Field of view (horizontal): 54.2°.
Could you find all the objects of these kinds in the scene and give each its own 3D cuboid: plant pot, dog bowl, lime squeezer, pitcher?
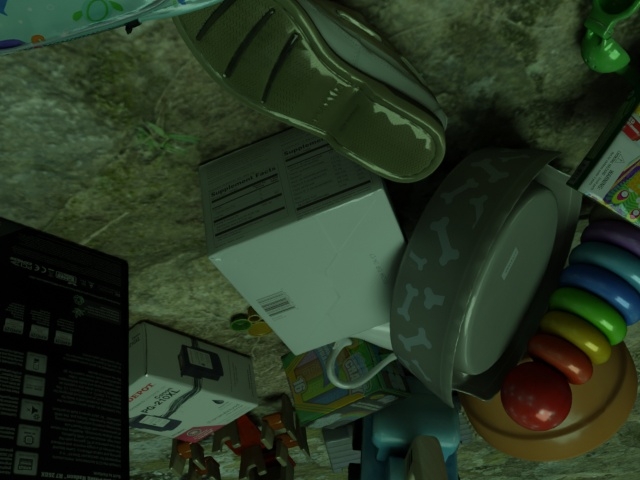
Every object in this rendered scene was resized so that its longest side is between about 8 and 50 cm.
[{"bbox_3d":[0.343,0.179,1.025,0.290,0.291,0.204,-24,124,13],"label":"plant pot"},{"bbox_3d":[0.212,0.042,0.794,0.348,0.102,0.349,-33,134,-41],"label":"dog bowl"},{"bbox_3d":[0.332,-0.242,0.655,0.109,0.059,0.310,-16,141,4],"label":"lime squeezer"},{"bbox_3d":[0.105,0.137,0.971,0.207,0.178,0.125,1,178,-15],"label":"pitcher"}]

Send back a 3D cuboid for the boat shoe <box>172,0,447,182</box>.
[{"bbox_3d":[-0.007,-0.173,0.603,0.302,0.103,0.113,35,130,-19],"label":"boat shoe"}]

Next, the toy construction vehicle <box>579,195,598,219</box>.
[{"bbox_3d":[0.408,-0.071,0.905,0.098,0.035,0.086,-22,141,11],"label":"toy construction vehicle"}]

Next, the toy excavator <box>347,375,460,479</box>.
[{"bbox_3d":[0.162,0.389,1.098,0.222,0.433,0.445,4,138,3],"label":"toy excavator"}]

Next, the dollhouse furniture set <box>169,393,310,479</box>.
[{"bbox_3d":[-0.150,0.439,1.335,0.261,0.135,0.259,-20,130,9],"label":"dollhouse furniture set"}]

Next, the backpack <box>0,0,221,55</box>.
[{"bbox_3d":[-0.150,-0.248,0.403,0.253,0.191,0.225,-15,128,-6],"label":"backpack"}]

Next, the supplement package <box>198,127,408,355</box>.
[{"bbox_3d":[0.000,0.000,0.785,0.203,0.145,0.262,-21,141,9],"label":"supplement package"}]

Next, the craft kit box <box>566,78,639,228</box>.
[{"bbox_3d":[0.455,-0.100,0.697,0.246,0.061,0.250,30,103,-3],"label":"craft kit box"}]

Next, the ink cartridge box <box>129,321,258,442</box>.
[{"bbox_3d":[-0.252,0.247,1.055,0.172,0.100,0.237,-36,137,25],"label":"ink cartridge box"}]

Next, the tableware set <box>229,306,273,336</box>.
[{"bbox_3d":[-0.071,0.145,1.044,0.104,0.024,0.154,-35,137,26],"label":"tableware set"}]

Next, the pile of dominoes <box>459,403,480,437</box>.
[{"bbox_3d":[0.415,0.365,1.393,0.196,0.040,0.251,-37,140,-3],"label":"pile of dominoes"}]

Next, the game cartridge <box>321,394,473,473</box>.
[{"bbox_3d":[0.187,0.453,1.475,0.354,0.068,0.230,-12,138,-2],"label":"game cartridge"}]

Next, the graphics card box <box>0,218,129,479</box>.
[{"bbox_3d":[-0.335,0.153,0.697,0.232,0.371,0.094,24,129,-39],"label":"graphics card box"}]

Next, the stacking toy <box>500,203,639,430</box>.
[{"bbox_3d":[0.355,0.108,0.838,0.330,0.141,0.141,-53,140,-11],"label":"stacking toy"}]

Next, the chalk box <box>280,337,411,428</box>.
[{"bbox_3d":[0.064,0.223,1.077,0.213,0.132,0.132,-29,151,18],"label":"chalk box"}]
